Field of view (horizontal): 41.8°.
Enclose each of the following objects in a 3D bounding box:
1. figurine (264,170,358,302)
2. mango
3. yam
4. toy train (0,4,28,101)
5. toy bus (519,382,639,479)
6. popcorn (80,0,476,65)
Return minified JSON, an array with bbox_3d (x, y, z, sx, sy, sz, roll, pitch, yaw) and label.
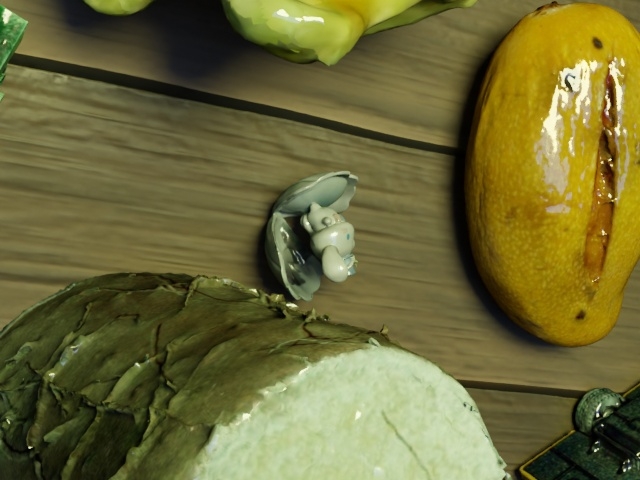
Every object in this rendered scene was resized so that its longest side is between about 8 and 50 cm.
[{"bbox_3d":[0.000,0.000,0.640,0.082,0.094,0.086,-21,73,19],"label":"figurine"},{"bbox_3d":[0.207,-0.047,0.691,0.177,0.120,0.294,-6,98,-19],"label":"mango"},{"bbox_3d":[-0.074,0.141,0.505,0.241,0.348,0.240,-2,94,-33],"label":"yam"},{"bbox_3d":[-0.254,-0.061,0.500,0.083,0.132,0.200,28,83,-21],"label":"toy train"},{"bbox_3d":[0.354,0.174,0.778,0.336,0.121,0.123,-29,115,-16],"label":"toy bus"},{"bbox_3d":[0.014,-0.269,0.517,0.279,0.274,0.335,-15,146,-50],"label":"popcorn"}]
